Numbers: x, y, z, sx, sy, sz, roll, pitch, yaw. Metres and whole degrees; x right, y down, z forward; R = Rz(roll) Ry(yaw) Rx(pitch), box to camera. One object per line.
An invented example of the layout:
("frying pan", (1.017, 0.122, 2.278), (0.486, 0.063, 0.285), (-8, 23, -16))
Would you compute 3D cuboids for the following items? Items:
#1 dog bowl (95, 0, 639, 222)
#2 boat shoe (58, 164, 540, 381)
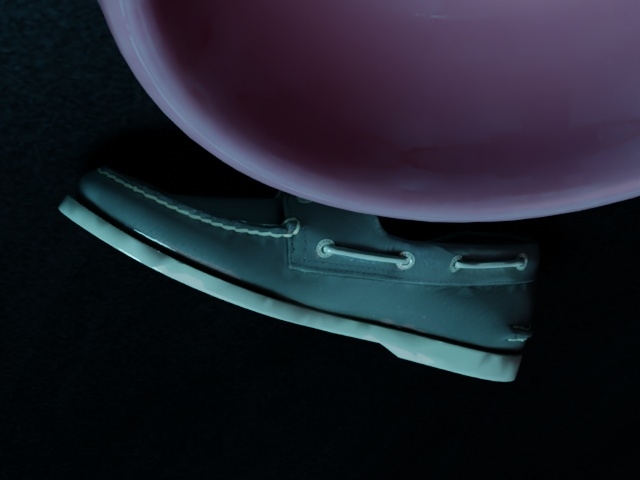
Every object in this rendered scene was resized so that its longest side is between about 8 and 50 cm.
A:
("dog bowl", (0.082, -0.159, 0.504), (0.408, 0.150, 0.408), (-6, 146, -4))
("boat shoe", (0.000, 0.000, 0.799), (0.319, 0.116, 0.099), (19, 95, -24))
